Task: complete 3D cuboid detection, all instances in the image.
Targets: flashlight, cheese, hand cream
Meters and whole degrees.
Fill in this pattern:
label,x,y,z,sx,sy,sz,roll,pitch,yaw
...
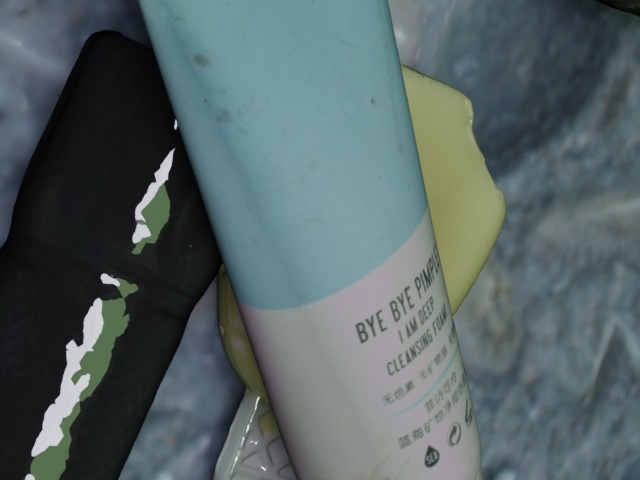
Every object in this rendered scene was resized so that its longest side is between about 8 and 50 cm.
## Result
label,x,y,z,sx,sy,sz,roll,pitch,yaw
flashlight,-0.125,0.124,0.500,0.103,0.103,0.424,28,82,-34
cheese,-0.003,0.047,0.590,0.127,0.050,0.255,20,90,-36
hand cream,0.000,0.000,0.495,0.111,0.070,0.312,-39,127,-37

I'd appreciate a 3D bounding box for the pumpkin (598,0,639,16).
label,x,y,z,sx,sy,sz,roll,pitch,yaw
pumpkin,0.162,-0.170,0.607,0.167,0.125,0.167,5,76,-22
